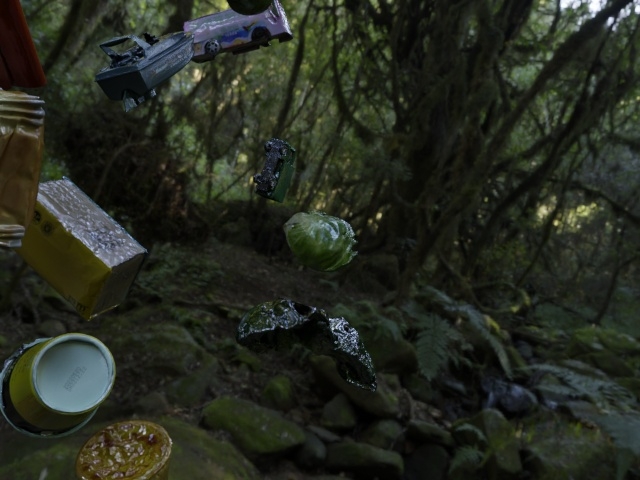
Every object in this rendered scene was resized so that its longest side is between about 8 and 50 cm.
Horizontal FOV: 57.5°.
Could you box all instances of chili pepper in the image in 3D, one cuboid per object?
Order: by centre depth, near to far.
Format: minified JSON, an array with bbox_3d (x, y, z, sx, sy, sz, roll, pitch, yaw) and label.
[{"bbox_3d":[-0.021,0.157,0.988,0.264,0.116,0.148,23,4,-30],"label":"chili pepper"}]

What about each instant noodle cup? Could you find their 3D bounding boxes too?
[{"bbox_3d":[-0.510,0.276,1.156,0.215,0.216,0.236,19,-29,-27],"label":"instant noodle cup"}]

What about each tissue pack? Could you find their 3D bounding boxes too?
[{"bbox_3d":[-0.538,0.018,1.275,0.271,0.192,0.134,41,33,7],"label":"tissue pack"}]

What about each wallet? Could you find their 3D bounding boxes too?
[{"bbox_3d":[-0.561,-0.340,0.983,0.142,0.045,0.204,1,-30,-10],"label":"wallet"}]

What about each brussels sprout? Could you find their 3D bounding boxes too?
[{"bbox_3d":[0.000,-0.002,1.310,0.181,0.139,0.100,40,-34,10],"label":"brussels sprout"}]

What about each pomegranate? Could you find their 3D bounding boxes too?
[{"bbox_3d":[-0.121,-0.492,1.105,0.161,0.122,0.122,1,-12,23],"label":"pomegranate"}]

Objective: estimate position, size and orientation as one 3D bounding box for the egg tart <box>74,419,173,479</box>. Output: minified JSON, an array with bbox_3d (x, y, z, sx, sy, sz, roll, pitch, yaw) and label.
[{"bbox_3d":[-0.425,0.511,1.285,0.202,0.147,0.203,2,29,-1],"label":"egg tart"}]

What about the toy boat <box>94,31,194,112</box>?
[{"bbox_3d":[-0.276,-0.308,0.970,0.092,0.246,0.103,-5,-58,23],"label":"toy boat"}]

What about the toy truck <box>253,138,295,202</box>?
[{"bbox_3d":[-0.114,-0.179,1.482,0.065,0.147,0.079,17,-3,33],"label":"toy truck"}]

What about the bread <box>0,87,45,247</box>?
[{"bbox_3d":[-0.512,-0.118,0.921,0.136,0.241,0.107,20,13,30],"label":"bread"}]

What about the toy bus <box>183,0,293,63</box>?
[{"bbox_3d":[-0.215,-0.540,1.512,0.273,0.112,0.090,-11,3,11],"label":"toy bus"}]
